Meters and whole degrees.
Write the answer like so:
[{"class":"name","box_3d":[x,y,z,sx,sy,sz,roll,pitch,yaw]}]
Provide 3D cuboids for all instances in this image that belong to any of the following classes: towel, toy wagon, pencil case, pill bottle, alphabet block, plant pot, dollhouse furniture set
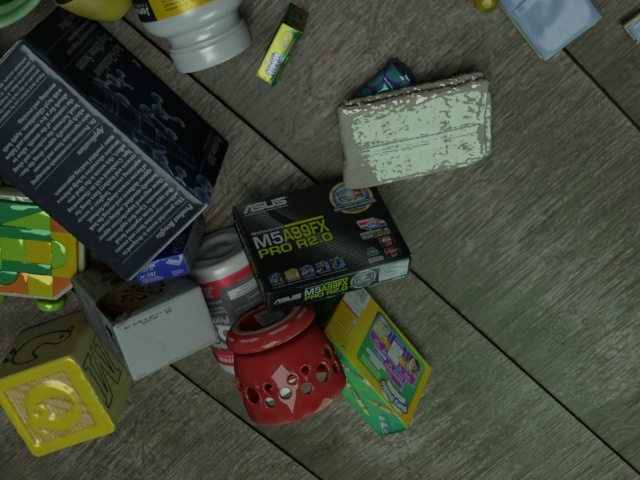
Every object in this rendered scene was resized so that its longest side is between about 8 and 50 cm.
[{"class":"towel","box_3d":[0.170,-0.197,1.803,0.282,0.049,0.187,-12,132,-4]},{"class":"toy wagon","box_3d":[-0.626,0.004,1.957,0.344,0.068,0.267,6,116,-1]},{"class":"pencil case","box_3d":[0.102,-0.252,1.809,0.151,0.064,0.070,-41,94,19]},{"class":"pill bottle","box_3d":[-0.144,0.147,1.949,0.176,0.176,0.319,-17,114,10]},{"class":"alphabet block","box_3d":[-0.509,0.280,2.015,0.192,0.197,0.193,-21,113,11]},{"class":"plant pot","box_3d":[-0.374,-0.428,1.716,0.134,0.134,0.095,-37,134,18]},{"class":"pill bottle","box_3d":[-0.236,-0.456,1.653,0.187,0.188,0.334,-18,114,10]},{"class":"dollhouse furniture set","box_3d":[0.445,-0.385,1.660,0.303,0.198,0.286,-35,110,18]},{"class":"plant pot","box_3d":[-0.070,0.210,1.797,0.191,0.191,0.174,-20,107,11]}]

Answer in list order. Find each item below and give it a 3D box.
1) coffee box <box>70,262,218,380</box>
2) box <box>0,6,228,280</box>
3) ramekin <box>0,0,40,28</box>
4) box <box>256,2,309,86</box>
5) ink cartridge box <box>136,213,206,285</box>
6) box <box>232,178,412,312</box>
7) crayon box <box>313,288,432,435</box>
[{"class":"coffee box","box_3d":[-0.330,0.125,1.857,0.168,0.297,0.119,-24,114,-20]},{"class":"box","box_3d":[-0.383,-0.179,1.735,0.212,0.293,0.395,-41,108,19]},{"class":"ramekin","box_3d":[-0.567,-0.510,1.659,0.303,0.148,0.304,1,116,1]},{"class":"box","box_3d":[-0.065,-0.331,1.713,0.043,0.179,0.105,26,114,-11]},{"class":"ink cartridge box","box_3d":[-0.277,0.008,1.869,0.097,0.207,0.046,-14,115,8]},{"class":"box","box_3d":[0.000,0.000,1.809,0.270,0.216,0.060,-14,142,-13]},{"class":"crayon box","box_3d":[0.090,0.227,1.978,0.081,0.165,0.278,-22,116,40]}]
